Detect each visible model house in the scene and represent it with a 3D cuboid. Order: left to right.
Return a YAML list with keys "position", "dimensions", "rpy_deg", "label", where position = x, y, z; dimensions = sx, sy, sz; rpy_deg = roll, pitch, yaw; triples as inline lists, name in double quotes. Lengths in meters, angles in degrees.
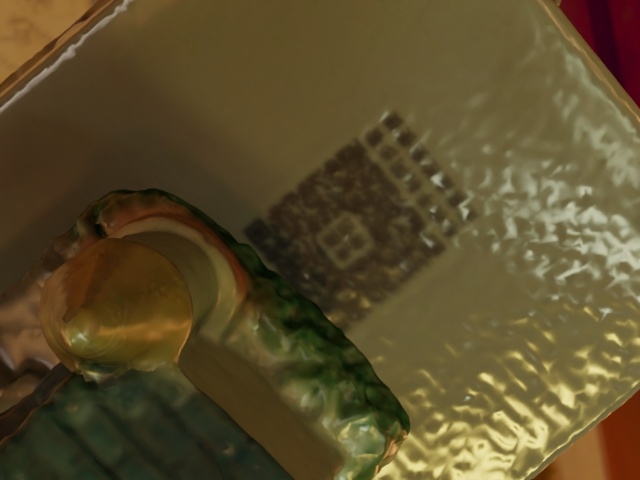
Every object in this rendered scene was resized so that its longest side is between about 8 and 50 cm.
- position: [-0.121, 0.125, 0.741]
  dimensions: [0.267, 0.194, 0.325]
  rpy_deg: [-45, 180, 8]
  label: "model house"

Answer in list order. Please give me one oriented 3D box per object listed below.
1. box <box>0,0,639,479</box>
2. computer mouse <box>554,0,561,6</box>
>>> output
- position: [0.000, 0.000, 1.021]
  dimensions: [0.373, 0.367, 0.090]
  rpy_deg: [-39, -168, 3]
  label: "box"
- position: [0.097, -0.275, 1.438]
  dimensions: [0.167, 0.090, 0.379]
  rpy_deg: [-2, -148, -4]
  label: "computer mouse"
